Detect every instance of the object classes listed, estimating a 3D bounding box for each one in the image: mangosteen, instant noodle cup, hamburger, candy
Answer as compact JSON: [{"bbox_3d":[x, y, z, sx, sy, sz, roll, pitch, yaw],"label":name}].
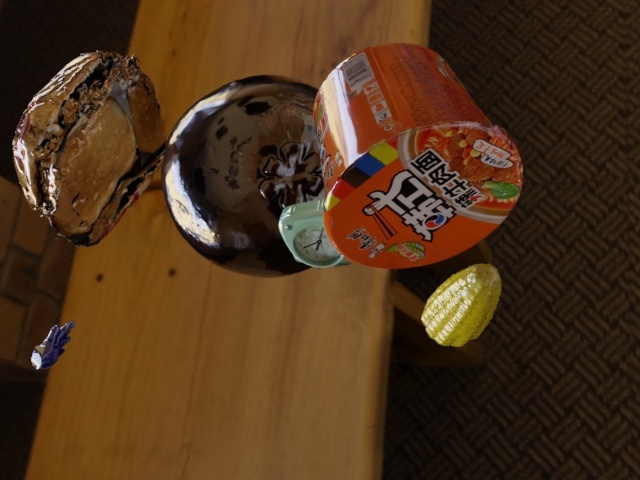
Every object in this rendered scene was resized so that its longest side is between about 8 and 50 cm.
[{"bbox_3d":[-0.109,-0.117,1.627,0.382,0.382,0.435,-59,16,-8],"label":"mangosteen"},{"bbox_3d":[0.105,-0.115,1.098,0.250,0.250,0.192,-27,50,13],"label":"instant noodle cup"},{"bbox_3d":[-0.270,-0.108,1.020,0.107,0.231,0.231,29,81,12],"label":"hamburger"},{"bbox_3d":[0.241,0.099,1.433,0.106,0.199,0.094,9,60,-7],"label":"candy"}]

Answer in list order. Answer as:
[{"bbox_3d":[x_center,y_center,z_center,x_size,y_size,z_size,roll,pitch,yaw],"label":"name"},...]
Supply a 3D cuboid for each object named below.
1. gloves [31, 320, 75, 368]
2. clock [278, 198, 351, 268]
[{"bbox_3d":[-0.393,0.154,1.296,0.026,0.086,0.064,25,114,9],"label":"gloves"},{"bbox_3d":[0.000,0.000,1.350,0.101,0.135,0.041,-9,38,17],"label":"clock"}]
